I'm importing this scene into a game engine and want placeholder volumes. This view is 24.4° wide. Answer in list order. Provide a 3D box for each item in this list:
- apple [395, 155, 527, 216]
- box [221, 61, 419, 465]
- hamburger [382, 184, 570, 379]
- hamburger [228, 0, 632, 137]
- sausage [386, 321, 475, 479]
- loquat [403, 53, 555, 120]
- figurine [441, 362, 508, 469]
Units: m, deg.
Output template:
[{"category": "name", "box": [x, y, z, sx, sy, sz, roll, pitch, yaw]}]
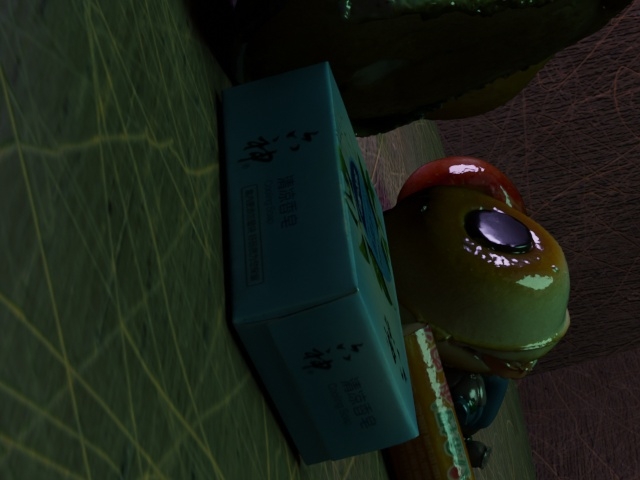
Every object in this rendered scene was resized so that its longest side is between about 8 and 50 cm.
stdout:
[{"category": "apple", "box": [0.177, -0.020, 1.920, 0.168, 0.181, 0.181, 151, -76, -75]}, {"category": "box", "box": [-0.003, 0.010, 0.968, 0.232, 0.083, 0.142, -98, 170, -48]}, {"category": "hamburger", "box": [0.146, 0.040, 1.511, 0.237, 0.237, 0.147, -92, -156, -58]}, {"category": "hamburger", "box": [0.061, -0.207, 1.112, 0.277, 0.318, 0.195, -39, -116, 62]}, {"category": "sausage", "box": [0.096, 0.192, 1.314, 0.071, 0.071, 0.234, -51, 124, -80]}, {"category": "loquat", "box": [0.120, -0.283, 1.544, 0.328, 0.328, 0.328, -16, 90, -82]}, {"category": "figurine", "box": [0.138, 0.174, 1.575, 0.178, 0.114, 0.144, -34, 134, -68]}]
